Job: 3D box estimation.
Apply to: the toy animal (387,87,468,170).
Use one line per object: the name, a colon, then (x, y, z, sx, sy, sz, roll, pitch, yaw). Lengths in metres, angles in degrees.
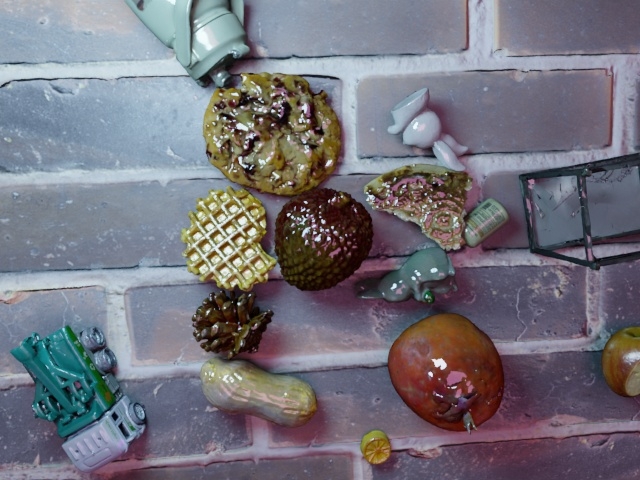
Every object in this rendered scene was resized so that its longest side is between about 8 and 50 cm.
toy animal: (0.261, -0.251, 1.115, 0.130, 0.104, 0.221, -28, 114, 28)

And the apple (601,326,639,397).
apple: (0.826, 0.317, 1.177, 0.195, 0.160, 0.173, -7, 93, -1)

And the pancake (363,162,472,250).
pancake: (0.263, -0.079, 1.134, 0.265, 0.057, 0.245, -21, 84, 1)

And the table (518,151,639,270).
table: (0.708, -0.085, 1.071, 0.334, 0.272, 0.222, -11, 97, -2)

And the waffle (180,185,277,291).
waffle: (-0.213, -0.009, 1.102, 0.249, 0.056, 0.253, 18, 78, 4)

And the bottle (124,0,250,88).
bottle: (-0.290, -0.513, 0.994, 0.229, 0.229, 0.352, -35, 103, 0)

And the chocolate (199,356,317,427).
chocolate: (-0.156, 0.382, 1.137, 0.309, 0.134, 0.134, 22, 94, -8)

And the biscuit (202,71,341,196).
biscuit: (-0.107, -0.251, 1.075, 0.333, 0.081, 0.290, 6, 101, -16)

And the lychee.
lychee: (0.000, 0.000, 1.060, 0.235, 0.236, 0.271, 21, 116, -6)

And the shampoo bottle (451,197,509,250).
shampoo bottle: (0.393, -0.031, 1.153, 0.162, 0.079, 0.079, -39, 97, 1)

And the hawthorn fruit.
hawthorn fruit: (0.313, 0.334, 1.081, 0.275, 0.307, 0.276, -2, 110, -6)

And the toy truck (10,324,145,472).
toy truck: (-0.580, 0.369, 1.087, 0.176, 0.178, 0.364, -29, 100, -1)

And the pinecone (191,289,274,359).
pinecone: (-0.213, 0.197, 1.092, 0.195, 0.179, 0.150, 3, 96, 18)

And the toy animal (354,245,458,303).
toy animal: (0.214, 0.107, 1.152, 0.251, 0.127, 0.125, -18, 109, 13)

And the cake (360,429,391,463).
cake: (0.148, 0.553, 1.216, 0.084, 0.044, 0.084, -1, 97, -4)
